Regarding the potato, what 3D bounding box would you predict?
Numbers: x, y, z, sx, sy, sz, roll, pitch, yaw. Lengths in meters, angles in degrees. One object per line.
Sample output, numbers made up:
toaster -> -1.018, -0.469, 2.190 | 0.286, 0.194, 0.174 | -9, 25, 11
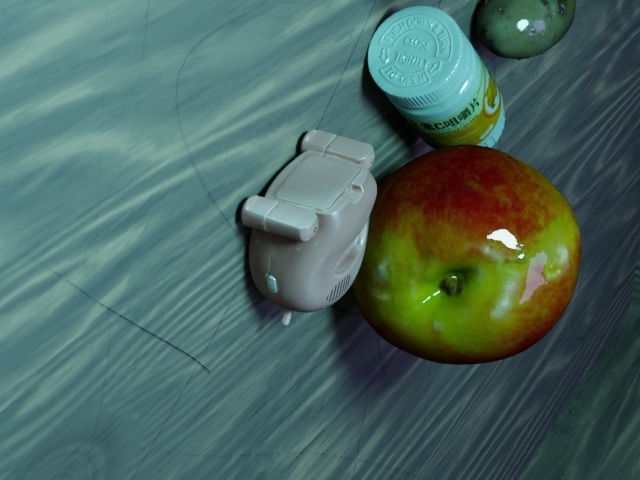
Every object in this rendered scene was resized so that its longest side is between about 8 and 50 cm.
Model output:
potato -> 0.384, -0.422, 2.382 | 0.262, 0.165, 0.165 | -58, 152, -44

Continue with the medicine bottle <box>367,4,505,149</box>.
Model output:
medicine bottle -> 0.200, -0.247, 2.104 | 0.318, 0.158, 0.158 | 35, 72, -64

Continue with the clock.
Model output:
clock -> 0.000, 0.000, 1.864 | 0.227, 0.142, 0.241 | -50, 150, -41

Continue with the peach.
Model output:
peach -> 0.241, 0.017, 2.108 | 0.388, 0.388, 0.388 | -42, 140, -49
